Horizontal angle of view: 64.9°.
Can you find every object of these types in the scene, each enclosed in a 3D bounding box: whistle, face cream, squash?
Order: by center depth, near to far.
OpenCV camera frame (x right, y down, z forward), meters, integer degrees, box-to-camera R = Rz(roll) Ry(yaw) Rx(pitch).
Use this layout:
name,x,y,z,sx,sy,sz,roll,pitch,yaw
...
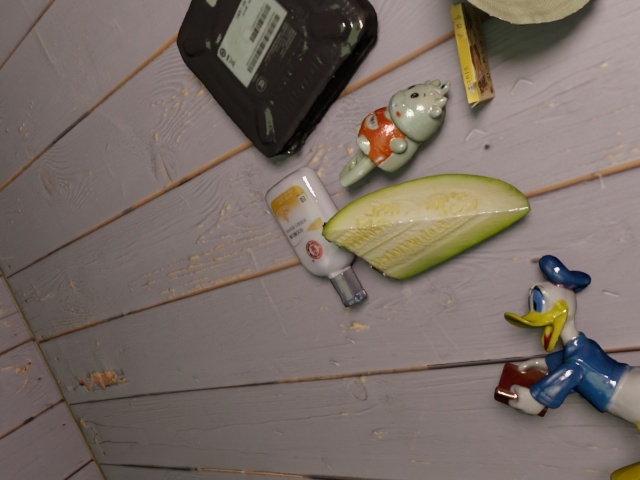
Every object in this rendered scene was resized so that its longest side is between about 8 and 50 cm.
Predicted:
name,x,y,z,sx,sy,sz,roll,pitch,yaw
whistle,0.120,-0.180,0.855,0.106,0.102,0.253,48,124,-1
squash,0.168,-0.062,0.859,0.203,0.111,0.289,31,136,-21
face cream,0.000,0.000,1.032,0.144,0.071,0.291,-28,92,39

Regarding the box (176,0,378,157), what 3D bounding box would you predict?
name,x,y,z,sx,sy,sz,roll,pitch,yaw
box,-0.102,-0.374,0.935,0.350,0.091,0.359,48,128,9

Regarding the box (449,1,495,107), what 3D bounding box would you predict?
name,x,y,z,sx,sy,sz,roll,pitch,yaw
box,0.230,-0.279,0.757,0.020,0.073,0.149,-5,106,38

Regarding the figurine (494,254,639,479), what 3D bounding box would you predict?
name,x,y,z,sx,sy,sz,roll,pitch,yaw
figurine,0.405,0.186,0.803,0.284,0.205,0.338,-22,83,45

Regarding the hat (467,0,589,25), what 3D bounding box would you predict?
name,x,y,z,sx,sy,sz,roll,pitch,yaw
hat,0.246,-0.380,0.674,0.252,0.252,0.110,61,170,-1
